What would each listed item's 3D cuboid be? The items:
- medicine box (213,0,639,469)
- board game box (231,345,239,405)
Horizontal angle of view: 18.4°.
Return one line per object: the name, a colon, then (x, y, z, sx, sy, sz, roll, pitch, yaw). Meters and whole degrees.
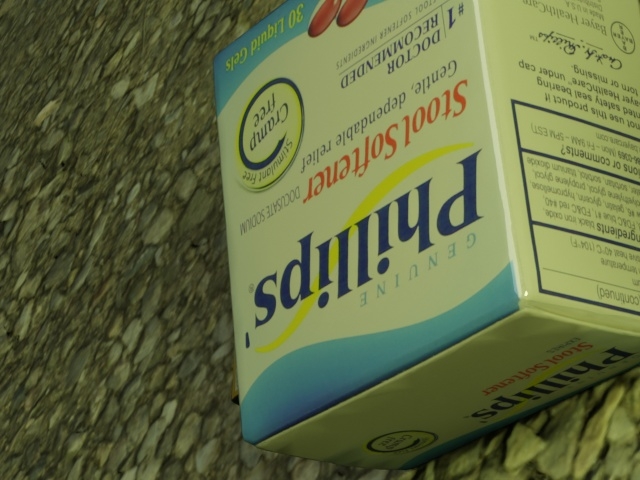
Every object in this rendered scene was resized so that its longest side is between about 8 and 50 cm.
medicine box: (0.073, -0.034, 1.240, 0.263, 0.149, 0.289, -32, 55, 44)
board game box: (0.000, 0.000, 1.524, 0.165, 0.042, 0.243, -41, 32, 33)
